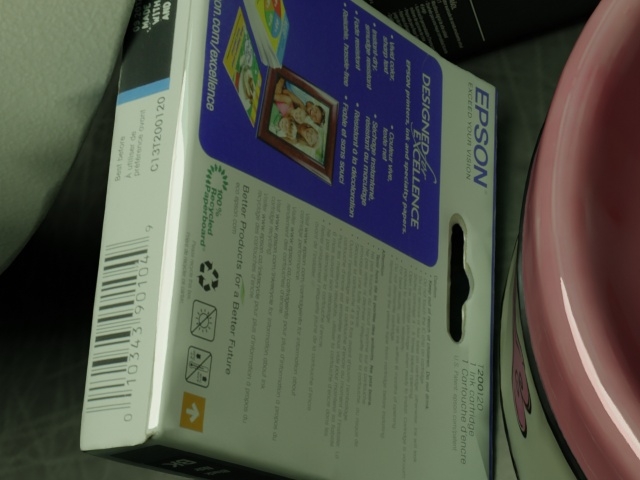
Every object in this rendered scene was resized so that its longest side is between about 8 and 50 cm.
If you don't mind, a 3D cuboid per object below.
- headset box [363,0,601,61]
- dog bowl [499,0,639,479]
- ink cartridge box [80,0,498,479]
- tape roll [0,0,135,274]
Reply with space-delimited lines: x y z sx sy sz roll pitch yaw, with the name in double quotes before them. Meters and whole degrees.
"headset box" 0.105 -0.216 0.658 0.283 0.246 0.131 -18 61 10
"dog bowl" 0.255 0.009 0.563 0.408 0.150 0.408 -7 64 14
"ink cartridge box" 0.000 0.000 0.617 0.045 0.208 0.206 -11 67 37
"tape roll" -0.183 -0.164 0.689 0.392 0.072 0.392 -15 72 55
